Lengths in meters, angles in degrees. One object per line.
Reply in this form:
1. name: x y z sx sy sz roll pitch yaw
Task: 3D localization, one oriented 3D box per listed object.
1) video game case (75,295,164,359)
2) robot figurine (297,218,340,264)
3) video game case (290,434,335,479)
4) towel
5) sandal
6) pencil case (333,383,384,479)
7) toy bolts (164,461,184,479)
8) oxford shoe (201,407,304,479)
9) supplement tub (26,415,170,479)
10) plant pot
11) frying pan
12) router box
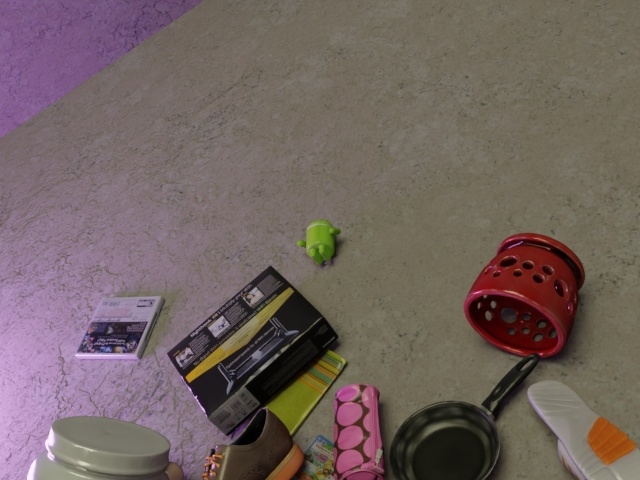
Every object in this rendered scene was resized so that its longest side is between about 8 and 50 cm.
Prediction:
1. video game case: -0.493 0.214 1.854 0.190 0.022 0.173 -3 49 24
2. robot figurine: 0.000 0.000 1.754 0.101 0.067 0.115 -23 42 25
3. video game case: -0.012 0.454 1.387 0.119 0.015 0.166 26 66 42
4. towel: -0.050 0.315 1.529 0.102 0.021 0.237 22 64 40
5. sandal: 0.431 0.330 1.230 0.101 0.076 0.265 -16 29 -8
6. pencil case: 0.073 0.353 1.363 0.098 0.095 0.209 -57 22 35
7. toy bolts: -0.381 0.502 1.490 0.229 0.158 0.218 -57 9 -12
8. oxford shoe: -0.180 0.436 1.313 0.130 0.133 0.363 -19 13 40
9. supplement tub: -0.384 0.480 1.252 0.235 0.235 0.325 13 89 35
10. plant pot: 0.382 0.092 1.383 0.191 0.191 0.174 11 54 34
11. frying pan: 0.249 0.322 1.341 0.197 0.053 0.326 6 46 39
12. router box: -0.150 0.225 1.602 0.309 0.081 0.243 -40 40 -8
